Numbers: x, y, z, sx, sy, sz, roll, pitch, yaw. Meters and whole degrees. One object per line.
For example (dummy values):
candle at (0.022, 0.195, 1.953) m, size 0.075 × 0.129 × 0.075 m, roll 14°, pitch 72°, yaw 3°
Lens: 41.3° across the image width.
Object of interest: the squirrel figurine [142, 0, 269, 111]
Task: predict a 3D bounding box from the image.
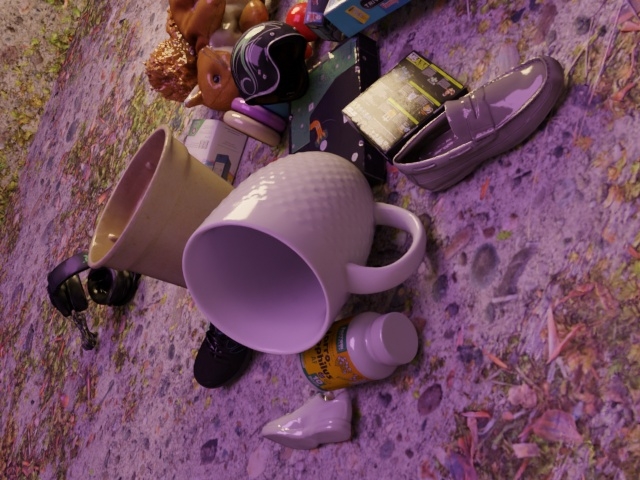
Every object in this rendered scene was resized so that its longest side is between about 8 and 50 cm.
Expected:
squirrel figurine at (-0.262, -0.471, 2.092) m, size 0.397 × 0.281 × 0.370 m, roll -25°, pitch 71°, yaw 53°

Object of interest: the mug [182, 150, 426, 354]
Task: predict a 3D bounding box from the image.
mug at (0.000, 0.000, 1.488) m, size 0.374 × 0.276 × 0.328 m, roll 8°, pitch 37°, yaw 24°

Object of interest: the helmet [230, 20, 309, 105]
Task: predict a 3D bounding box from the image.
helmet at (-0.107, -0.376, 1.785) m, size 0.169 × 0.169 × 0.161 m, roll -10°, pitch 87°, yaw 51°

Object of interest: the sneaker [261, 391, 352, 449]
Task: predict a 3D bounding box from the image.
sneaker at (-0.019, 0.324, 1.552) m, size 0.212 × 0.080 × 0.094 m, roll -19°, pitch 48°, yaw 40°

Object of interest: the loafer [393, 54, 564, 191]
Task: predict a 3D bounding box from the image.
loafer at (0.252, -0.190, 1.382) m, size 0.319 × 0.111 × 0.112 m, roll -41°, pitch 45°, yaw 35°

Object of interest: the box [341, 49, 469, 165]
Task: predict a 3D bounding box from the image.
box at (0.153, -0.245, 1.542) m, size 0.184 × 0.045 × 0.190 m, roll -38°, pitch 41°, yaw 0°

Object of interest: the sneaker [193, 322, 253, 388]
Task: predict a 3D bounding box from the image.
sneaker at (-0.191, 0.175, 1.763) m, size 0.125 × 0.140 × 0.340 m, roll 50°, pitch 118°, yaw 32°

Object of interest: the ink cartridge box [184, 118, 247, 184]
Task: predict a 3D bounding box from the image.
ink cartridge box at (-0.282, -0.186, 2.107) m, size 0.154 × 0.093 × 0.212 m, roll 13°, pitch 84°, yaw 55°

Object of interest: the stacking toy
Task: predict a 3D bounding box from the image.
stacking toy at (-0.092, -0.387, 1.922) m, size 0.141 × 0.141 × 0.330 m, roll 28°, pitch 93°, yaw 54°

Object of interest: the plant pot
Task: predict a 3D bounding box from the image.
plant pot at (-0.279, -0.029, 1.815) m, size 0.334 × 0.306 × 0.333 m, roll -46°, pitch 28°, yaw 33°

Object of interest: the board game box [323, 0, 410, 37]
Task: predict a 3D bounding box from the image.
board game box at (0.171, -0.570, 1.641) m, size 0.336 × 0.079 × 0.253 m, roll -19°, pitch 44°, yaw 48°

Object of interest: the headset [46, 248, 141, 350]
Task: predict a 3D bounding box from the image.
headset at (-0.617, 0.152, 2.306) m, size 0.394 × 0.243 × 0.185 m, roll -48°, pitch 59°, yaw 51°

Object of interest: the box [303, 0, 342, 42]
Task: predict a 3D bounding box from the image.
box at (0.025, -0.551, 1.791) m, size 0.044 × 0.159 × 0.233 m, roll 11°, pitch 93°, yaw 15°

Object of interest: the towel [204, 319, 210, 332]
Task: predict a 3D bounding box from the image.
towel at (-0.206, 0.155, 1.908) m, size 0.152 × 0.023 × 0.113 m, roll -15°, pitch 63°, yaw 49°

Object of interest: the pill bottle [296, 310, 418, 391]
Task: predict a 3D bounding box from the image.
pill bottle at (0.063, 0.187, 1.454) m, size 0.208 × 0.118 × 0.117 m, roll -23°, pitch 57°, yaw 46°

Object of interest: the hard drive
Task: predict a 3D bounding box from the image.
hard drive at (0.027, -0.229, 1.741) m, size 0.237 × 0.064 × 0.338 m, roll -29°, pitch 53°, yaw 43°
